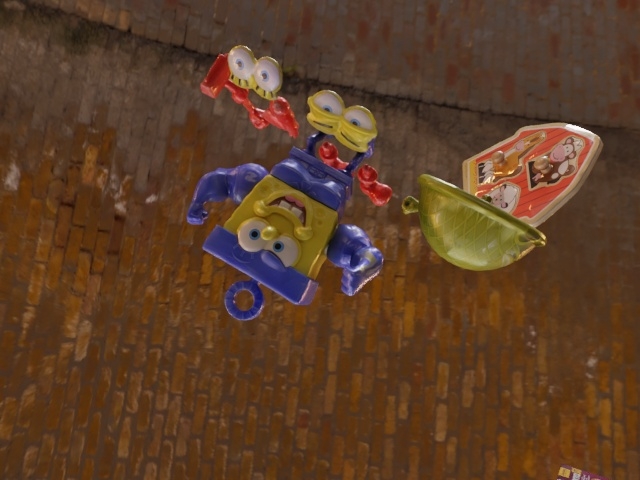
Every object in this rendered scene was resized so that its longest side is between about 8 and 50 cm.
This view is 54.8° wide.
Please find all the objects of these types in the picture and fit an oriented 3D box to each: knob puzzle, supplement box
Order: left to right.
[{"bbox_3d":[0.272,-0.095,0.821,0.030,0.213,0.213,42,-110,-29],"label":"knob puzzle"},{"bbox_3d":[0.341,0.325,0.782,0.083,0.055,0.043,12,-79,25],"label":"supplement box"}]

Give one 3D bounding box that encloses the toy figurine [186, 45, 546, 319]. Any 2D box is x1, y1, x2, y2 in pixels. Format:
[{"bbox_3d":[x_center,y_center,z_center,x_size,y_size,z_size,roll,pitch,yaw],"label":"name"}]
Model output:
[{"bbox_3d":[0.000,0.000,0.614,0.363,0.191,0.217,31,-99,9],"label":"toy figurine"}]
